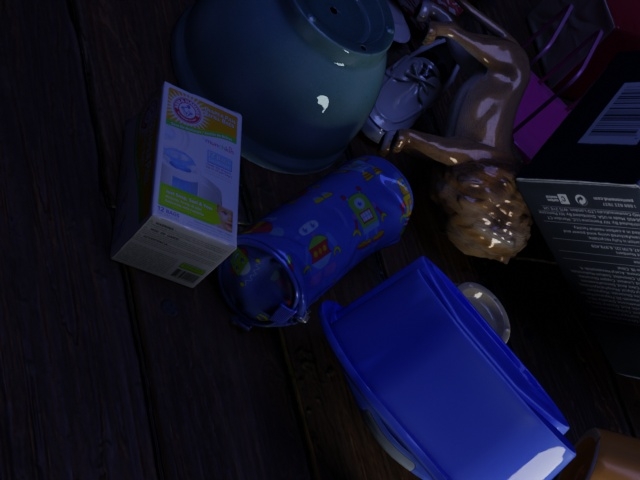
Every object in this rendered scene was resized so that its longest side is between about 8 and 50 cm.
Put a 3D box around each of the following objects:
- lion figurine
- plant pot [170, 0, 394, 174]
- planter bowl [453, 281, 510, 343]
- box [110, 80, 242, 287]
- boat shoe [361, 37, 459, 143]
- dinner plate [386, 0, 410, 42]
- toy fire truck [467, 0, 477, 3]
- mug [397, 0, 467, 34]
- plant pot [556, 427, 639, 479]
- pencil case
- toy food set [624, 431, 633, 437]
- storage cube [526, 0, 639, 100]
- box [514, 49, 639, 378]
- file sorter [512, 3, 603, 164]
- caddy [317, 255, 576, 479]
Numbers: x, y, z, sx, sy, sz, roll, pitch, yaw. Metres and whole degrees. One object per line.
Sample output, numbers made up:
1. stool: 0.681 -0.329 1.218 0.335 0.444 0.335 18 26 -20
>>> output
1. lion figurine: 0.224 -0.179 1.711 0.240 0.142 0.392 19 82 -12
2. plant pot: -0.025 -0.264 1.615 0.293 0.196 0.293 22 48 -27
3. planter bowl: 0.177 0.120 1.572 0.162 0.109 0.162 23 48 -28
4. box: -0.167 -0.066 1.419 0.114 0.103 0.203 22 48 -27
5. boat shoe: 0.142 -0.233 1.813 0.096 0.088 0.267 50 42 1
6. dinner plate: 0.094 -0.369 1.905 0.141 0.017 0.141 35 31 -25
7. toy fire truck: 0.209 -0.525 2.055 0.302 0.169 0.254 34 68 -16
8. mug: 0.166 -0.427 1.919 0.169 0.150 0.113 55 44 -16
9. plant pot: 0.410 0.340 1.563 0.188 0.205 0.205 26 45 -1
10. pencil case: 0.000 0.000 1.500 0.133 0.119 0.306 54 42 -1
11. toy food set: 0.533 0.335 1.726 0.192 0.038 0.132 36 7 -14
12. storage cube: 0.512 -0.366 2.138 0.193 0.215 0.184 9 56 -29
13. box: 0.502 -0.029 1.715 0.293 0.212 0.395 -48 122 -26
14. file sorter: 0.429 -0.209 1.970 0.290 0.182 0.202 43 43 -7
15. caddy: 0.137 0.182 1.401 0.341 0.179 0.241 50 9 1
